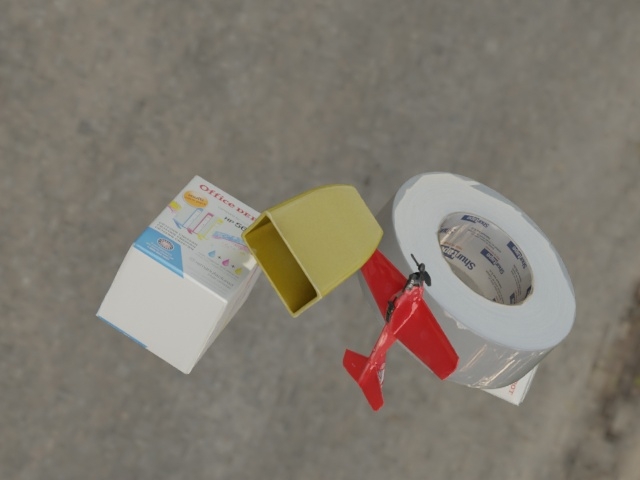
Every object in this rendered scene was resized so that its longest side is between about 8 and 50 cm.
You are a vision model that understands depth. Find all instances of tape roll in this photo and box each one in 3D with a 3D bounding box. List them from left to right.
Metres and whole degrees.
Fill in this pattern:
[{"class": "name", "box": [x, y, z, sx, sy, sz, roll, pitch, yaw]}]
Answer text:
[{"class": "tape roll", "box": [0.144, 0.038, 1.813, 0.219, 0.219, 0.072, -28, 162, -51]}]

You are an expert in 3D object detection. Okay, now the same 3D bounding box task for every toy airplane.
[{"class": "toy airplane", "box": [0.058, 0.077, 1.533, 0.028, 0.151, 0.151, -3, 110, -33]}]

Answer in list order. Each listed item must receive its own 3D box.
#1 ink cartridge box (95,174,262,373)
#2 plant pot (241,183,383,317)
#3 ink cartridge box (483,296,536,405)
[{"class": "ink cartridge box", "box": [-0.103, 0.022, 1.523, 0.090, 0.092, 0.143, -60, 177, 36]}, {"class": "plant pot", "box": [0.000, 0.000, 1.458, 0.083, 0.081, 0.081, -31, 177, -22]}, {"class": "ink cartridge box", "box": [0.190, 0.118, 2.075, 0.052, 0.122, 0.089, -33, 145, -67]}]
